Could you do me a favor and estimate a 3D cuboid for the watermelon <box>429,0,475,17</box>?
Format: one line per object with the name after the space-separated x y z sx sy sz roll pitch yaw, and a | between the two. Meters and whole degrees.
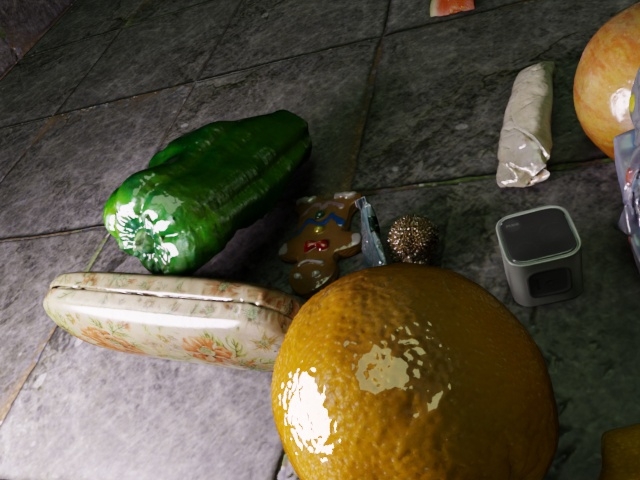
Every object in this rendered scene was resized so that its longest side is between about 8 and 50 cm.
0.295 -0.526 1.170 0.125 0.135 0.094 -29 79 -5 | watermelon

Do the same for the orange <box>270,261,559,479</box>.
0.085 0.150 0.524 0.264 0.264 0.264 -14 44 15 | orange

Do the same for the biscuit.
0.000 0.000 0.858 0.138 0.031 0.205 -5 49 23 | biscuit

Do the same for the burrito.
0.322 -0.190 0.851 0.082 0.059 0.275 -10 44 39 | burrito

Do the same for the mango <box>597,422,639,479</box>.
0.385 0.167 0.421 0.359 0.144 0.187 -30 31 7 | mango

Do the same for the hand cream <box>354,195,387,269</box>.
0.062 0.056 0.738 0.052 0.075 0.247 5 51 -6 | hand cream

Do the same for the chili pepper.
-0.166 -0.099 0.882 0.213 0.167 0.385 -5 27 37 | chili pepper

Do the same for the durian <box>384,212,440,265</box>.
0.124 0.006 0.749 0.080 0.080 0.091 -13 23 16 | durian

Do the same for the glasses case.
-0.197 0.108 0.759 0.425 0.156 0.098 1 58 28 | glasses case

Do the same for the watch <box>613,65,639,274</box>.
0.448 -0.080 0.532 0.275 0.241 0.305 -4 79 9 | watch

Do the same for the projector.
0.261 0.019 0.664 0.083 0.082 0.083 -14 44 15 | projector

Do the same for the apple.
0.429 -0.193 0.692 0.211 0.211 0.188 -14 37 15 | apple
